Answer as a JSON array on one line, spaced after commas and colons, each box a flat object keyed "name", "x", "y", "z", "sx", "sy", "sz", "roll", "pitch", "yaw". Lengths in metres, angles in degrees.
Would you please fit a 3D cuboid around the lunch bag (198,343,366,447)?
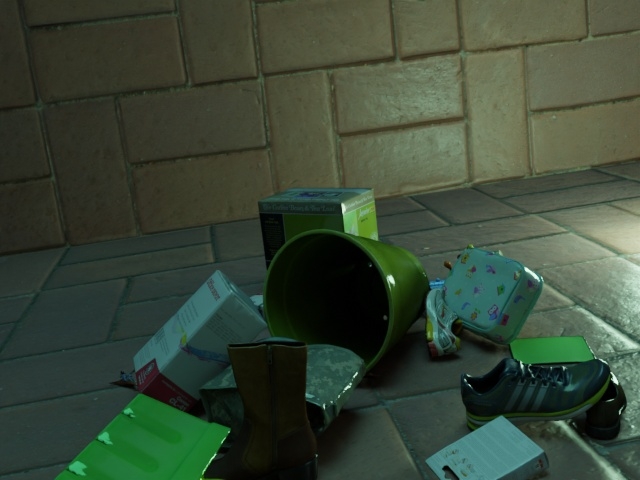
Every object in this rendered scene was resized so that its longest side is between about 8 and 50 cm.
[{"name": "lunch bag", "x": -0.063, "y": 0.326, "z": 1.515, "sx": 0.287, "sy": 0.169, "sz": 0.235, "roll": -5, "pitch": 13, "yaw": 25}]

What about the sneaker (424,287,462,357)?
[{"name": "sneaker", "x": 0.318, "y": 0.210, "z": 1.859, "sx": 0.092, "sy": 0.088, "sz": 0.225, "roll": -7, "pitch": 40, "yaw": 11}]

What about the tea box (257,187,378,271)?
[{"name": "tea box", "x": 0.000, "y": 0.000, "z": 2.390, "sx": 0.329, "sy": 0.323, "sz": 0.220, "roll": 4, "pitch": 18, "yaw": 33}]

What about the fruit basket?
[{"name": "fruit basket", "x": -0.232, "y": 0.449, "z": 1.106, "sx": 0.392, "sy": 0.283, "sz": 0.392, "roll": 32, "pitch": 22, "yaw": -15}]

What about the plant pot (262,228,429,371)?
[{"name": "plant pot", "x": 0.103, "y": 0.140, "z": 1.862, "sx": 0.366, "sy": 0.366, "sz": 0.353, "roll": 3, "pitch": 7, "yaw": 33}]

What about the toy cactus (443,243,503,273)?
[{"name": "toy cactus", "x": 0.483, "y": 0.071, "z": 2.274, "sx": 0.180, "sy": 0.112, "sz": 0.219, "roll": -27, "pitch": 9, "yaw": 27}]

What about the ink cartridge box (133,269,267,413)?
[{"name": "ink cartridge box", "x": -0.290, "y": 0.241, "z": 1.713, "sx": 0.306, "sy": 0.131, "sz": 0.226, "roll": -46, "pitch": 20, "yaw": -2}]

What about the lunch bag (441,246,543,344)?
[{"name": "lunch bag", "x": 0.433, "y": 0.146, "z": 1.896, "sx": 0.108, "sy": 0.224, "sz": 0.279, "roll": 27, "pitch": -2, "yaw": -25}]

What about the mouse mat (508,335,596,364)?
[{"name": "mouse mat", "x": 0.560, "y": 0.267, "z": 1.765, "sx": 0.189, "sy": 0.007, "sz": 0.152, "roll": -3, "pitch": 16, "yaw": 9}]

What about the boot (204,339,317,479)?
[{"name": "boot", "x": -0.142, "y": 0.326, "z": 1.324, "sx": 0.264, "sy": 0.280, "sz": 0.096, "roll": -5, "pitch": 15, "yaw": 5}]

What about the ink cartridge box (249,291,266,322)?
[{"name": "ink cartridge box", "x": -0.148, "y": 0.206, "z": 2.191, "sx": 0.150, "sy": 0.063, "sz": 0.109, "roll": 8, "pitch": 21, "yaw": 44}]

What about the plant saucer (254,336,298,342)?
[{"name": "plant saucer", "x": -0.081, "y": 0.270, "z": 1.706, "sx": 0.195, "sy": 0.195, "sz": 0.037, "roll": -1, "pitch": 52, "yaw": 20}]

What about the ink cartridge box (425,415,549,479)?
[{"name": "ink cartridge box", "x": 0.304, "y": 0.409, "z": 1.327, "sx": 0.179, "sy": 0.045, "sz": 0.145, "roll": -29, "pitch": 20, "yaw": -10}]

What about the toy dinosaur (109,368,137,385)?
[{"name": "toy dinosaur", "x": -0.485, "y": 0.363, "z": 1.846, "sx": 0.090, "sy": 0.047, "sz": 0.082, "roll": -43, "pitch": 33, "yaw": -6}]

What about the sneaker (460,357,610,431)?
[{"name": "sneaker", "x": 0.412, "y": 0.285, "z": 1.414, "sx": 0.300, "sy": 0.121, "sz": 0.111, "roll": -22, "pitch": 20, "yaw": 17}]

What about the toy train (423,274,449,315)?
[{"name": "toy train", "x": 0.355, "y": 0.155, "z": 2.077, "sx": 0.184, "sy": 0.105, "sz": 0.080, "roll": -6, "pitch": 15, "yaw": 1}]

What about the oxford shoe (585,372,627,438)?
[{"name": "oxford shoe", "x": 0.575, "y": 0.302, "z": 1.462, "sx": 0.083, "sy": 0.096, "sz": 0.227, "roll": -3, "pitch": 14, "yaw": 20}]
